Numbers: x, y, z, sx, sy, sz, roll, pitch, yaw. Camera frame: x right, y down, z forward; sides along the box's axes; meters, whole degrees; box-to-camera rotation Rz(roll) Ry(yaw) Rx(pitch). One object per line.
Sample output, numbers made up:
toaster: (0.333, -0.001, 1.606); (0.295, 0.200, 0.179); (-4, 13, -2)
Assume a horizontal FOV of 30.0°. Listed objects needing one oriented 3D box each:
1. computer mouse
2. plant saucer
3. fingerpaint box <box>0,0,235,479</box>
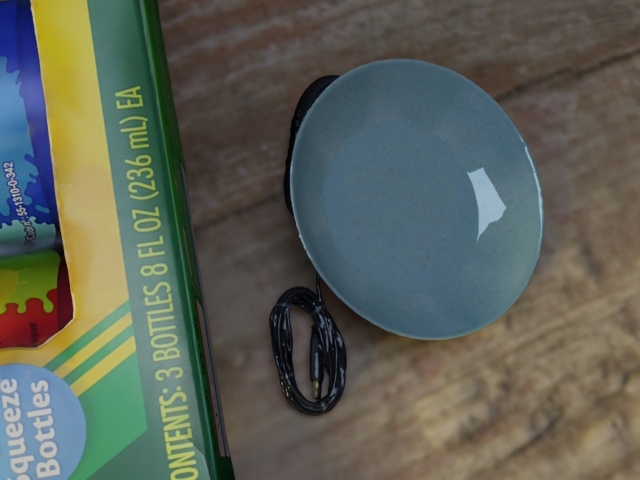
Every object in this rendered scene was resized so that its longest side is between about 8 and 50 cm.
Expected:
computer mouse: (0.000, 0.000, 0.823); (0.071, 0.041, 0.242); (15, 72, -22)
plant saucer: (0.062, -0.026, 0.813); (0.195, 0.037, 0.194); (5, 77, -24)
fingerpaint box: (-0.263, -0.043, 0.648); (0.371, 0.163, 0.444); (-9, 80, -3)
